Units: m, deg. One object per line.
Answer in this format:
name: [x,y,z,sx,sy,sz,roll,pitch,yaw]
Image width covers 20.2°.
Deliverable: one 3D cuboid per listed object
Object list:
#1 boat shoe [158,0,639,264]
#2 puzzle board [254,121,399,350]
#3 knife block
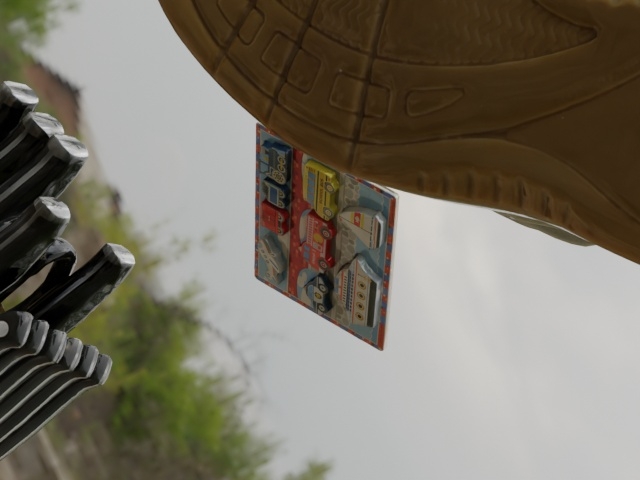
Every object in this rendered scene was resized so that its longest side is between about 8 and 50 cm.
boat shoe: [0.069,-0.046,0.514,0.277,0.098,0.096,31,10,30]
puzzle board: [0.000,0.000,1.026,0.096,0.011,0.128,30,-38,24]
knife block: [-0.216,0.047,0.701,0.088,0.276,0.242,45,47,-65]
